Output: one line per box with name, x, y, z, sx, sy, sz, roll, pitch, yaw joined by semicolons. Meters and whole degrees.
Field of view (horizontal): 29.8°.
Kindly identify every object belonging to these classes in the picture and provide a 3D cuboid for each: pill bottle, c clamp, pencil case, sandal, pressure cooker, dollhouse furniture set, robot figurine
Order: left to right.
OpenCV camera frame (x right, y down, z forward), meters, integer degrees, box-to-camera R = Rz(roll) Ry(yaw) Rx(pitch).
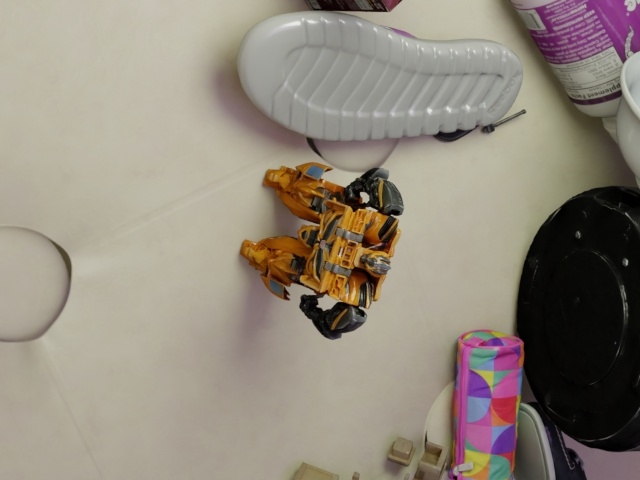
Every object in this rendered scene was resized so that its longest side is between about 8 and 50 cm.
robot figurine;0.000;0.000;1.464;0.085;0.291;0.211;17;93;-25
dollhouse furniture set;0.069;0.349;1.703;0.182;0.161;0.101;18;132;13
sandal;0.071;-0.214;1.561;0.416;0.102;0.169;5;119;-30
c clamp;0.195;-0.209;1.658;0.137;0.022;0.160;-33;113;-8
pencil case;0.236;0.248;1.726;0.104;0.104;0.236;-1;99;-23
pill bottle;0.391;-0.277;1.645;0.169;0.169;0.301;-42;114;-10
pressure cooker;0.536;0.114;1.676;0.421;0.375;0.369;1;97;-23

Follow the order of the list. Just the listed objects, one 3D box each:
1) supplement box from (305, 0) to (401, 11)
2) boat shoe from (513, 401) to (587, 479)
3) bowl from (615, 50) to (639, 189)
supplement box;0.062;-0.341;1.449;0.130;0.239;0.073;-40;113;-12
boat shoe;0.350;0.359;1.797;0.091;0.114;0.302;-21;120;-18
bowl;0.492;-0.107;1.517;0.298;0.297;0.134;0;134;-24
